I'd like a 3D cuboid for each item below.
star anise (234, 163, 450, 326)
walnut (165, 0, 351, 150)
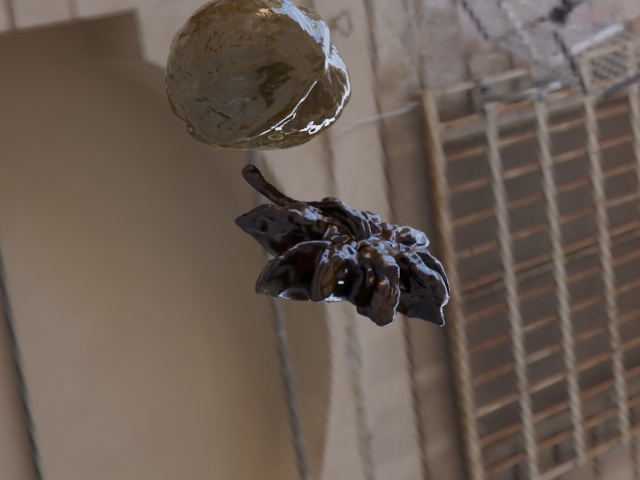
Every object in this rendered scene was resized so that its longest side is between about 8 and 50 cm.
[{"bbox_3d":[-0.003,0.001,1.203,0.234,0.177,0.073,22,-70,22],"label":"star anise"},{"bbox_3d":[-0.058,-0.145,1.362,0.166,0.149,0.166,17,-26,9],"label":"walnut"}]
